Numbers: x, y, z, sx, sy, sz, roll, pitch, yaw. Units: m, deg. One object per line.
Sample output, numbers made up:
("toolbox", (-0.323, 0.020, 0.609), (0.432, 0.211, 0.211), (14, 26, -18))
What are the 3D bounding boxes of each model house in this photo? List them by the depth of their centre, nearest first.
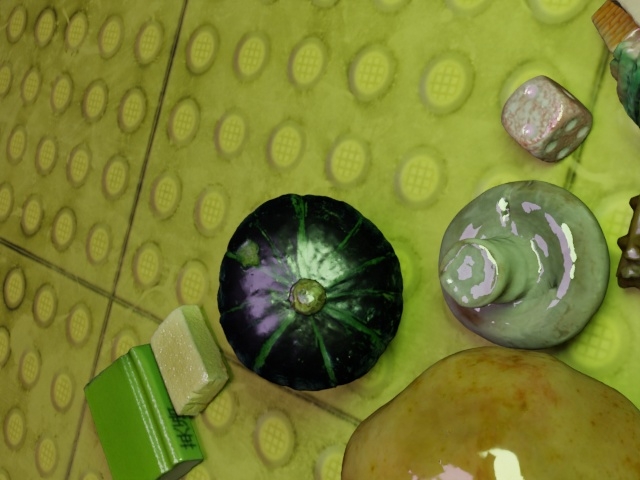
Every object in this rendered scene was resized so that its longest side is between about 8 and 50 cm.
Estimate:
("model house", (0.426, -0.275, 1.038), (0.202, 0.237, 0.237), (-47, 51, 34))

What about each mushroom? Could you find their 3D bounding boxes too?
("mushroom", (0.253, 0.031, 1.140), (0.244, 0.244, 0.243), (-8, 78, 40))

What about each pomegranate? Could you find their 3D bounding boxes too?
("pomegranate", (0.232, 0.324, 1.033), (0.412, 0.412, 0.411), (-8, 78, 40))

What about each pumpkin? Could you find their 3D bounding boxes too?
("pumpkin", (-0.019, 0.080, 1.323), (0.316, 0.238, 0.315), (0, 82, -2))

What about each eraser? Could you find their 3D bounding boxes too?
("eraser", (-0.361, 0.364, 1.718), (0.210, 0.092, 0.274), (-40, 60, 29))

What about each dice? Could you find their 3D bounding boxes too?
("dice", (0.320, -0.172, 1.202), (0.091, 0.093, 0.094), (-52, 52, 23))

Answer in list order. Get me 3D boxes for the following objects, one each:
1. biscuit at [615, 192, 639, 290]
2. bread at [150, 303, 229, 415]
("biscuit", (0.433, -0.024, 0.924), (0.115, 0.366, 0.268), (14, 97, 1))
("bread", (-0.258, 0.231, 1.663), (0.125, 0.068, 0.188), (-46, 55, 26))
